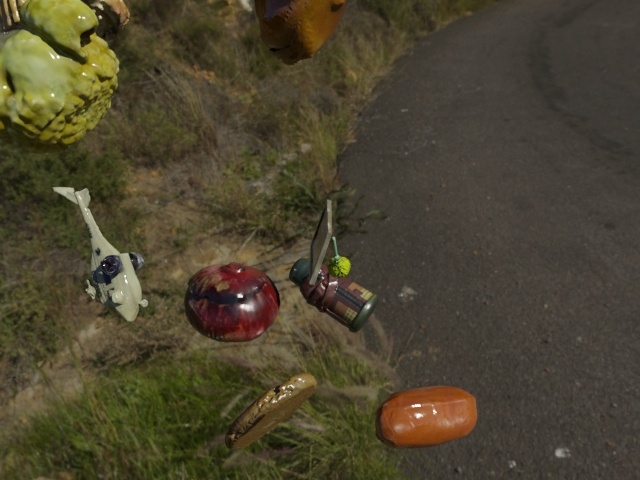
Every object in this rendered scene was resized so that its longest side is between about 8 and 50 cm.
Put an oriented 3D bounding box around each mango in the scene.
[{"bbox_3d":[-0.037,-0.512,1.058,0.152,0.287,0.201,-26,63,-42],"label":"mango"}]

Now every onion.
[{"bbox_3d":[-0.228,0.150,1.312,0.246,0.190,0.246,8,21,-3],"label":"onion"}]

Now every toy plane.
[{"bbox_3d":[-0.415,0.023,0.963,0.108,0.286,0.092,-20,1,10],"label":"toy plane"}]

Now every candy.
[{"bbox_3d":[0.039,0.038,1.252,0.062,0.194,0.058,-19,62,-2],"label":"candy"}]

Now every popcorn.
[{"bbox_3d":[-0.477,-0.292,0.927,0.174,0.286,0.225,33,8,1],"label":"popcorn"}]

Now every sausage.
[{"bbox_3d":[0.230,0.377,1.088,0.258,0.133,0.133,3,18,-26],"label":"sausage"}]

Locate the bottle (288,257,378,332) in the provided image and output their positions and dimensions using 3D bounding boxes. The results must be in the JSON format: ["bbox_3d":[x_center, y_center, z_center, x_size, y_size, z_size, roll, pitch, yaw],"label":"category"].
[{"bbox_3d":[0.034,0.144,1.507,0.271,0.143,0.156,33,30,12],"label":"bottle"}]

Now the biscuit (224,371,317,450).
[{"bbox_3d":[-0.098,0.341,1.022,0.226,0.226,0.042,-29,66,-29],"label":"biscuit"}]

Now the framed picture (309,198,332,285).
[{"bbox_3d":[0.000,0.000,1.268,0.015,0.150,0.203,16,26,-7],"label":"framed picture"}]

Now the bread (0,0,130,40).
[{"bbox_3d":[-0.581,-0.527,1.147,0.274,0.149,0.274,-13,8,2],"label":"bread"}]

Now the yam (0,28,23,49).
[{"bbox_3d":[-0.656,-0.356,1.005,0.107,0.107,0.183,14,31,43],"label":"yam"}]
